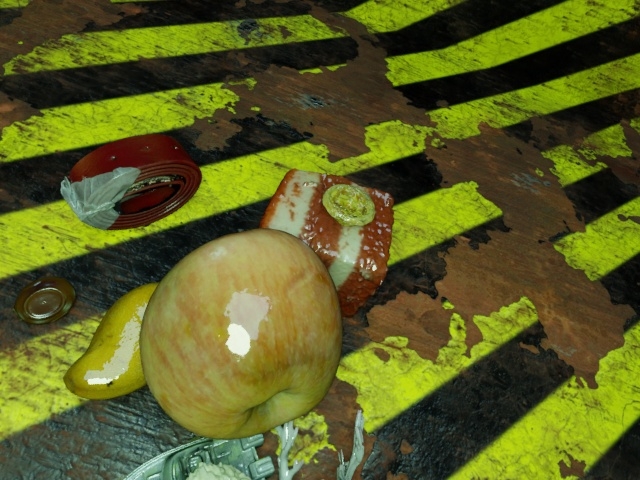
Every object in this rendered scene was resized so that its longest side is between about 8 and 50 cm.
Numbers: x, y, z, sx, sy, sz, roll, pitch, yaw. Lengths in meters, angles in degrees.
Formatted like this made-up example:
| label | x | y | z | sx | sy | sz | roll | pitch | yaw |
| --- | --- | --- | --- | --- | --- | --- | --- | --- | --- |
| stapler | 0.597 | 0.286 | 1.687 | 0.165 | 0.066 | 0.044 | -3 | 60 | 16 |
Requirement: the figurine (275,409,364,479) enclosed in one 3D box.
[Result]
| label | x | y | z | sx | sy | sz | roll | pitch | yaw |
| --- | --- | --- | --- | --- | --- | --- | --- | --- | --- |
| figurine | 0.027 | 0.467 | 0.841 | 0.206 | 0.315 | 0.284 | 16 | 71 | -22 |

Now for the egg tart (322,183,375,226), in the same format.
| label | x | y | z | sx | sy | sz | roll | pitch | yaw |
| --- | --- | --- | --- | --- | --- | --- | --- | --- | --- |
| egg tart | 0.064 | -0.075 | 1.024 | 0.128 | 0.049 | 0.129 | 10 | 49 | -12 |

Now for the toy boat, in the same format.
| label | x | y | z | sx | sy | sz | roll | pitch | yaw |
| --- | --- | --- | --- | --- | --- | --- | --- | --- | --- |
| toy boat | -0.252 | 0.463 | 0.853 | 0.319 | 0.092 | 0.141 | -13 | 54 | -23 |

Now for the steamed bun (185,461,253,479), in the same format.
| label | x | y | z | sx | sy | sz | roll | pitch | yaw |
| --- | --- | --- | --- | --- | --- | --- | --- | --- | --- |
| steamed bun | -0.197 | 0.502 | 0.640 | 0.272 | 0.273 | 0.290 | 22 | 6 | -44 |

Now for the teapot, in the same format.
| label | x | y | z | sx | sy | sz | roll | pitch | yaw |
| --- | --- | --- | --- | --- | --- | --- | --- | --- | --- |
| teapot | -0.612 | 0.133 | 0.990 | 0.129 | 0.078 | 0.098 | -34 | 111 | -19 |

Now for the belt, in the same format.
| label | x | y | z | sx | sy | sz | roll | pitch | yaw |
| --- | --- | --- | --- | --- | --- | --- | --- | --- | --- |
| belt | -0.468 | -0.138 | 1.127 | 0.324 | 0.227 | 0.115 | -27 | 64 | -31 |

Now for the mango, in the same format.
| label | x | y | z | sx | sy | sz | roll | pitch | yaw |
| --- | --- | --- | --- | --- | --- | --- | --- | --- | --- |
| mango | -0.402 | 0.218 | 0.966 | 0.177 | 0.120 | 0.295 | 34 | 54 | -2 |

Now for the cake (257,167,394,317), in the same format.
| label | x | y | z | sx | sy | sz | roll | pitch | yaw |
| --- | --- | --- | --- | --- | --- | --- | --- | --- | --- |
| cake | 0.000 | 0.000 | 1.148 | 0.319 | 0.269 | 0.270 | 19 | 53 | -5 |

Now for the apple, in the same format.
| label | x | y | z | sx | sy | sz | roll | pitch | yaw |
| --- | --- | --- | --- | --- | --- | --- | --- | --- | --- |
| apple | -0.141 | 0.181 | 0.869 | 0.391 | 0.391 | 0.346 | -13 | 56 | -25 |
